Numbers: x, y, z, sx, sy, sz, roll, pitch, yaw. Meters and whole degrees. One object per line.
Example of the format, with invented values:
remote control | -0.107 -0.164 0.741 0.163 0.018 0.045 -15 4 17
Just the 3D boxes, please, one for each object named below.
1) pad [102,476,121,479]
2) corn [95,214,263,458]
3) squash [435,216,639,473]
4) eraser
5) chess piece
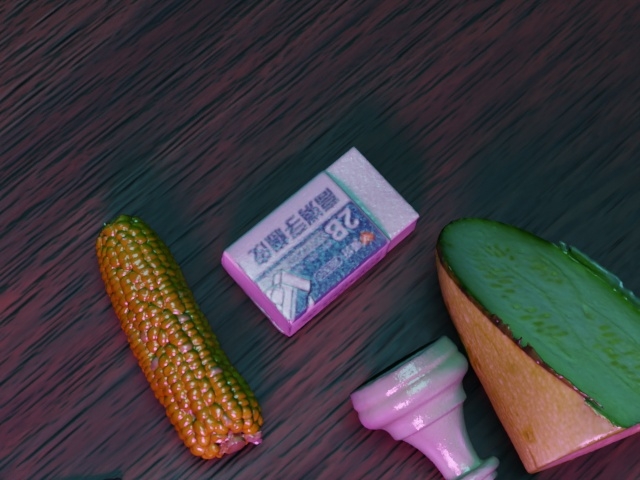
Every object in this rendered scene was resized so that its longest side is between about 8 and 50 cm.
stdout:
pad | -0.322 0.365 1.791 0.233 0.022 0.174 -9 72 -8
corn | -0.172 0.109 1.853 0.102 0.102 0.313 -28 71 -12
squash | 0.267 0.085 1.832 0.234 0.210 0.308 -11 74 -40
eraser | 0.000 0.000 1.916 0.210 0.068 0.124 -39 77 -16
chess piece | 0.158 0.252 1.823 0.139 0.139 0.271 -32 88 -14
